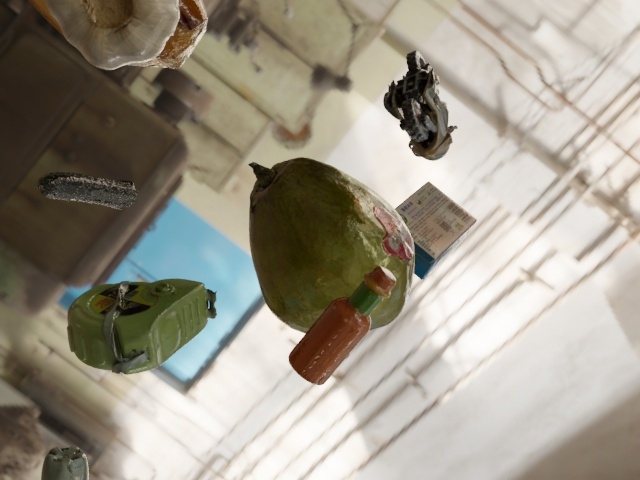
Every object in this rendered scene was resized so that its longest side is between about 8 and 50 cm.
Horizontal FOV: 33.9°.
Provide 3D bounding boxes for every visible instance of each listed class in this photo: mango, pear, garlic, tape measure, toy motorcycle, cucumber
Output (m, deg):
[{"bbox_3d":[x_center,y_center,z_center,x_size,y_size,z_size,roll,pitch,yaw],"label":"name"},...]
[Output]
[{"bbox_3d":[-0.371,-0.418,1.855,0.201,0.350,0.199,-65,177,35],"label":"mango"},{"bbox_3d":[0.000,0.000,1.857,0.287,0.375,0.287,-37,-164,12],"label":"pear"},{"bbox_3d":[-0.304,-0.366,1.602,0.199,0.199,0.226,-51,-171,13],"label":"garlic"},{"bbox_3d":[-0.269,0.123,1.494,0.200,0.175,0.106,-47,140,-55],"label":"tape measure"},{"bbox_3d":[0.169,-0.217,1.742,0.094,0.130,0.229,-21,-148,22],"label":"toy motorcycle"},{"bbox_3d":[-0.477,-0.106,2.106,0.067,0.067,0.245,-50,150,20],"label":"cucumber"}]

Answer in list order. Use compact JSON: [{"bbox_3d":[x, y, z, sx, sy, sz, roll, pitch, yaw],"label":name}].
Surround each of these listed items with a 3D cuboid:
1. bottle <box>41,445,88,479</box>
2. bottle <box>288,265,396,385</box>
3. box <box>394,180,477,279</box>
[{"bbox_3d":[-0.456,0.503,1.875,0.083,0.083,0.270,-79,171,-77],"label":"bottle"},{"bbox_3d":[0.035,0.114,1.447,0.187,0.069,0.069,-50,-174,16],"label":"bottle"},{"bbox_3d":[0.220,-0.023,2.204,0.194,0.139,0.073,-39,163,-45],"label":"box"}]
